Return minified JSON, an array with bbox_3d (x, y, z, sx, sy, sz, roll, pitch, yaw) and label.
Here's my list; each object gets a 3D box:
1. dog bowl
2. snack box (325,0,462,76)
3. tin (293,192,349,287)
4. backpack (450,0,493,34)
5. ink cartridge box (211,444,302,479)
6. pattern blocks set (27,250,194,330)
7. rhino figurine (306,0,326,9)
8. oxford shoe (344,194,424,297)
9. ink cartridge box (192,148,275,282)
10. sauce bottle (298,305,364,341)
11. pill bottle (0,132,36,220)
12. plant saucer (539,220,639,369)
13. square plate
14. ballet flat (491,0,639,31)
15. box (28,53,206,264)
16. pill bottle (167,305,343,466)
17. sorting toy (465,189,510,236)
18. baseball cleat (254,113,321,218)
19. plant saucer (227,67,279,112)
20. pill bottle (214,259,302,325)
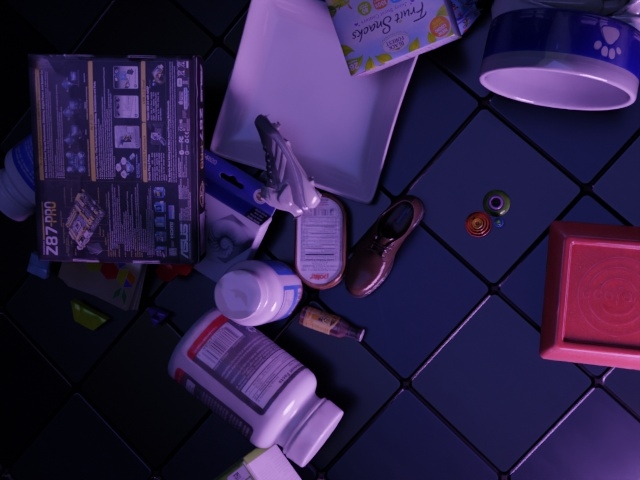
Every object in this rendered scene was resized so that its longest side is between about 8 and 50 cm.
[{"bbox_3d":[0.412,-0.306,1.470,0.265,0.265,0.104,11,89,14],"label":"dog bowl"},{"bbox_3d":[0.128,-0.412,1.550,0.207,0.070,0.174,-17,92,24],"label":"snack box"},{"bbox_3d":[0.000,0.000,1.676,0.106,0.040,0.189,0,85,11],"label":"tin"},{"bbox_3d":[0.237,-0.470,1.597,0.158,0.117,0.173,44,102,12],"label":"backpack"},{"bbox_3d":[-0.078,0.518,1.611,0.097,0.189,0.255,-39,80,9],"label":"ink cartridge box"},{"bbox_3d":[-0.442,0.056,1.766,0.325,0.026,0.285,33,111,3],"label":"pattern blocks set"},{"bbox_3d":[0.043,-0.509,1.668,0.243,0.073,0.106,-20,91,16],"label":"rhino figurine"},{"bbox_3d":[0.110,0.009,1.627,0.083,0.096,0.227,31,98,11],"label":"oxford shoe"},{"bbox_3d":[-0.216,-0.046,1.707,0.223,0.045,0.224,30,111,13],"label":"ink cartridge box"},{"bbox_3d":[0.022,0.164,1.673,0.128,0.042,0.042,17,93,12],"label":"sauce bottle"},{"bbox_3d":[-0.549,-0.160,1.769,0.272,0.152,0.152,-34,81,11],"label":"pill bottle"},{"bbox_3d":[0.535,0.100,1.541,0.258,0.048,0.259,5,89,14],"label":"plant saucer"},{"bbox_3d":[-0.010,-0.285,1.667,0.344,0.049,0.347,19,99,10],"label":"square plate"},{"bbox_3d":[0.501,-0.417,1.504,0.400,0.139,0.139,7,90,16],"label":"ballet flat"},{"bbox_3d":[-0.380,-0.154,1.631,0.318,0.097,0.395,0,100,1],"label":"box"},{"bbox_3d":[-0.120,0.281,1.635,0.318,0.176,0.176,37,97,13],"label":"pill bottle"},{"bbox_3d":[0.316,-0.048,1.602,0.061,0.042,0.102,40,98,12],"label":"sorting toy"},{"bbox_3d":[-0.086,-0.136,1.628,0.109,0.072,0.206,-34,88,-5],"label":"baseball cleat"},{"bbox_3d":[-0.128,-0.315,1.732,0.119,0.021,0.119,0,88,14],"label":"plant saucer"},{"bbox_3d":[-0.120,0.097,1.616,0.124,0.221,0.124,-1,88,14],"label":"pill bottle"}]
